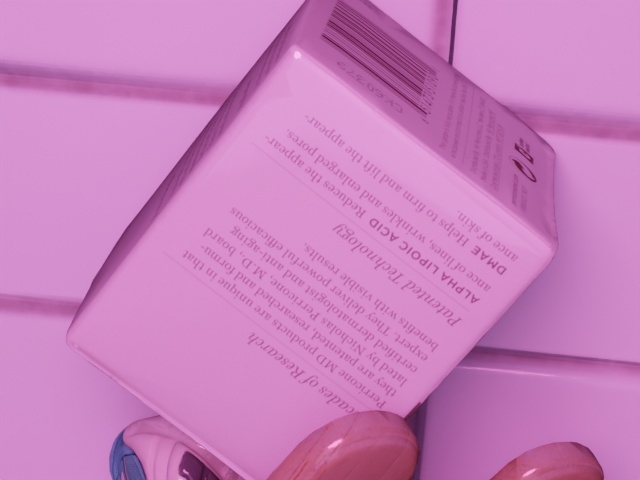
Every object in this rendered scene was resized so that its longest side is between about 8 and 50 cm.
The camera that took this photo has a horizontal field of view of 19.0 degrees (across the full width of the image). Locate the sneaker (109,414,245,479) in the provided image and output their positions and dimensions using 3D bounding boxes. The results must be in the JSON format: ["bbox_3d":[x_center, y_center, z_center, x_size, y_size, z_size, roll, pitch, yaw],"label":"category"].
[{"bbox_3d":[-0.006,0.184,1.029,0.275,0.110,0.107,50,64,-24],"label":"sneaker"}]

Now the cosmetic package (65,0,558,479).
[{"bbox_3d":[0.000,0.000,0.923,0.151,0.151,0.184,37,111,-7],"label":"cosmetic package"}]

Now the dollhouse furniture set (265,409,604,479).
[{"bbox_3d":[0.201,0.237,0.849,0.394,0.362,0.256,12,127,-42],"label":"dollhouse furniture set"}]
